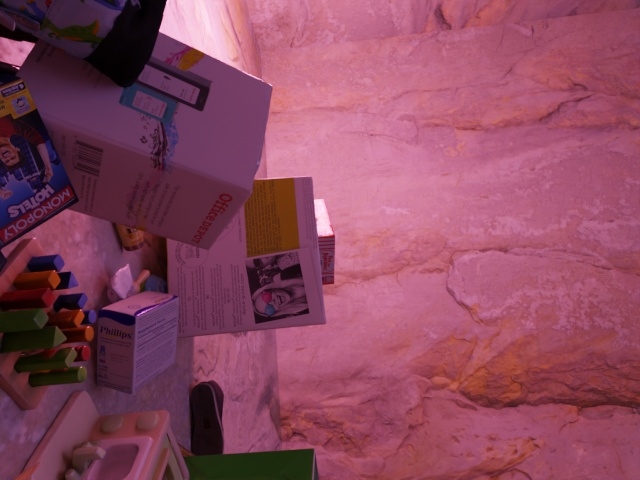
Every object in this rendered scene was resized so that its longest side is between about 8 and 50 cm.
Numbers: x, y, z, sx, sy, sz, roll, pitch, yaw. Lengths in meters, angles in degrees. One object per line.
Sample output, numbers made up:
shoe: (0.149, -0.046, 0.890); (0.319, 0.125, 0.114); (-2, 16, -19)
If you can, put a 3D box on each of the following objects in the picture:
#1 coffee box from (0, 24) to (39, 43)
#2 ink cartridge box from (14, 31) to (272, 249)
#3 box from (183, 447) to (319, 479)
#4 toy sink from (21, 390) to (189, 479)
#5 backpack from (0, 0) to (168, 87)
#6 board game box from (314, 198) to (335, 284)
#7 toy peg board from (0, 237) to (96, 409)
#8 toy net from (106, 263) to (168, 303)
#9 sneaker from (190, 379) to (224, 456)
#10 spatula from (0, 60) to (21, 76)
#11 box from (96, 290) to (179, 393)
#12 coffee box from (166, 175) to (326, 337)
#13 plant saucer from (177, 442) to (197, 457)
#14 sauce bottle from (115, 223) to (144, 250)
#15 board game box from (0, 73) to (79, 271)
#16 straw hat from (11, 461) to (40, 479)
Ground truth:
coffee box: (-0.365, -0.373, 0.580); (0.246, 0.098, 0.141); (-93, -162, -52)
ink cartridge box: (-0.235, -0.141, 0.593); (0.198, 0.270, 0.197); (-39, -141, 51)
box: (-0.128, 0.526, 0.798); (0.127, 0.262, 0.231); (-83, 168, -75)
toy sink: (-0.295, 0.353, 0.643); (0.152, 0.131, 0.234); (-92, 175, -63)
backpack: (-0.277, -0.333, 0.329); (0.273, 0.356, 0.290); (5, -99, 59)
board game box: (0.000, 0.000, 1.129); (0.193, 0.045, 0.146); (-105, -167, -56)
toy peg board: (-0.349, 0.104, 0.564); (0.160, 0.079, 0.161); (-92, 176, -53)
toy net: (-0.357, 0.115, 0.839); (0.232, 0.045, 0.122); (68, 18, -76)
sneaker: (-0.286, 0.486, 1.149); (0.118, 0.083, 0.221); (74, 9, -79)
spatula: (-0.393, -0.197, 0.503); (0.030, 0.084, 0.296); (54, 5, -17)
box: (-0.315, 0.171, 0.751); (0.126, 0.072, 0.137); (-30, 128, -75)
coffee box: (-0.183, 0.054, 1.080); (0.337, 0.335, 0.338); (122, -37, -78)
plant saucer: (-0.292, 0.569, 0.858); (0.332, 0.081, 0.332); (81, 3, -52)
sauce bottle: (-0.372, -0.043, 0.820); (0.042, 0.042, 0.128); (-91, 174, -62)
board game box: (-0.346, -0.033, 0.409); (0.194, 0.060, 0.194); (-49, 154, -40)
straw hat: (-0.346, 0.262, 0.407); (0.061, 0.144, 0.144); (40, 15, -13)
